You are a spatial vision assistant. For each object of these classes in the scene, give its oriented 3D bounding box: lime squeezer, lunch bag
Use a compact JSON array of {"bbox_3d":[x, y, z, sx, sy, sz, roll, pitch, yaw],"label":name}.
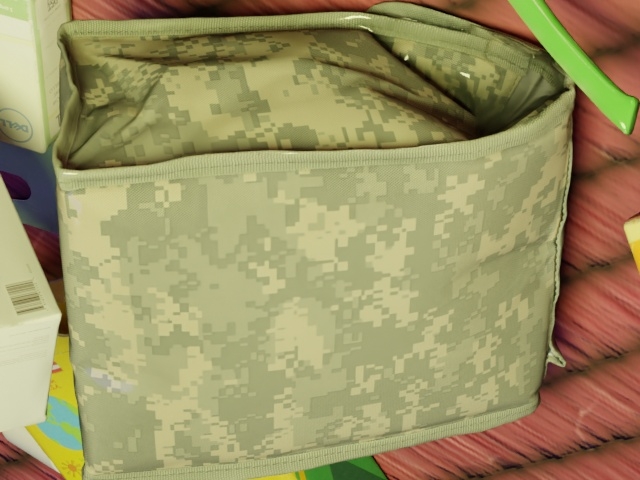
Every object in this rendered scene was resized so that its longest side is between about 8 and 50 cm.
[{"bbox_3d":[0.029,-0.147,0.947,0.310,0.059,0.110,16,109,19],"label":"lime squeezer"},{"bbox_3d":[0.000,0.000,1.025,0.287,0.169,0.235,-3,129,-4],"label":"lunch bag"}]

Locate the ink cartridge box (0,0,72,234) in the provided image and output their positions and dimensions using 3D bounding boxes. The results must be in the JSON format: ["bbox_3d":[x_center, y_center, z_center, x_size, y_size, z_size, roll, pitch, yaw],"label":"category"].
[{"bbox_3d":[-0.239,-0.092,1.178,0.171,0.056,0.235,17,132,17],"label":"ink cartridge box"}]

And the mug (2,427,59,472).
[{"bbox_3d":[-0.203,0.128,1.360,0.064,0.078,0.062,16,172,30],"label":"mug"}]

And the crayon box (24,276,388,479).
[{"bbox_3d":[-0.093,0.130,1.268,0.202,0.081,0.318,-13,121,38],"label":"crayon box"}]

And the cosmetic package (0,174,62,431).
[{"bbox_3d":[-0.219,-0.009,1.054,0.239,0.060,0.099,60,153,34],"label":"cosmetic package"}]

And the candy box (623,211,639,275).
[{"bbox_3d":[0.296,0.109,0.932,0.183,0.087,0.316,-15,95,39],"label":"candy box"}]
